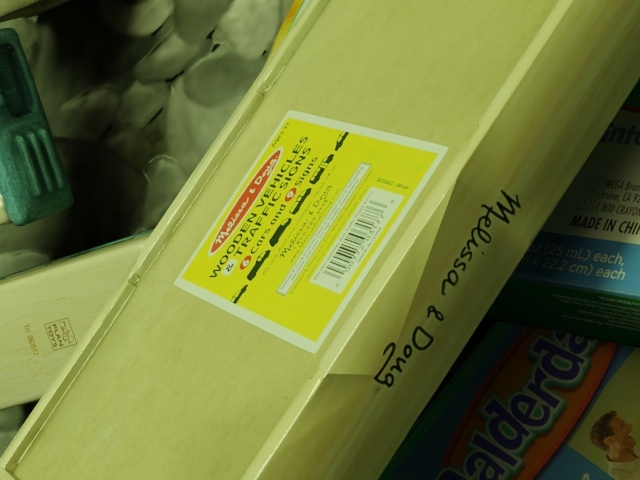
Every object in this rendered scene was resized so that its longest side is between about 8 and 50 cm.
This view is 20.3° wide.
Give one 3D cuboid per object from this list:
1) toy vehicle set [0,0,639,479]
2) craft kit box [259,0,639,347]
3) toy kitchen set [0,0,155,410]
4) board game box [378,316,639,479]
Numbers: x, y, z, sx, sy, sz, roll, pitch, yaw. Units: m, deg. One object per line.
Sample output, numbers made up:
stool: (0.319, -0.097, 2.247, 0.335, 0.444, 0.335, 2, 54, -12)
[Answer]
toy vehicle set: (0.000, 0.000, 0.594, 0.267, 0.035, 0.166, -56, 27, -6)
craft kit box: (0.090, -0.089, 0.671, 0.250, 0.061, 0.247, 10, 71, 48)
toy kitchen set: (-0.103, -0.053, 0.809, 0.122, 0.166, 0.207, -16, 97, 25)
board game box: (0.134, 0.093, 0.602, 0.160, 0.047, 0.210, -51, 53, 1)
